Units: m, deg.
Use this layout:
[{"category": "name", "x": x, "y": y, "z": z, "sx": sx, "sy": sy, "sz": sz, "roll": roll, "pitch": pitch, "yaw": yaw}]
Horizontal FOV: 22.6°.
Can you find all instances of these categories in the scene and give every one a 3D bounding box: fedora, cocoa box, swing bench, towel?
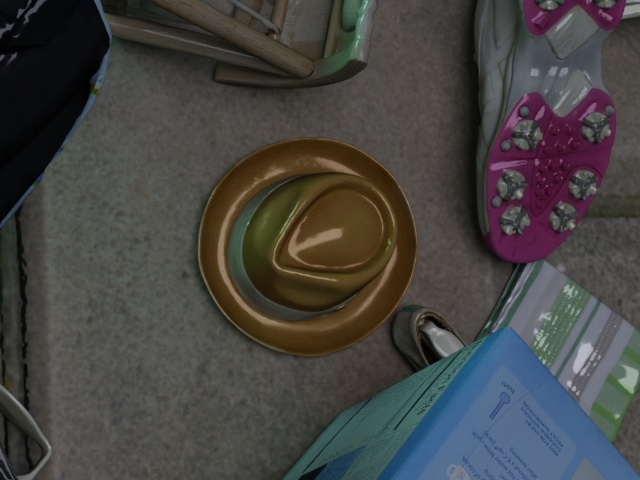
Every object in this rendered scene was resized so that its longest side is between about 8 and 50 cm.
[{"category": "fedora", "x": 0.000, "y": 0.000, "z": 1.296, "sx": 0.194, "sy": 0.079, "sz": 0.194, "roll": 3, "pitch": 80, "yaw": -19}, {"category": "cocoa box", "x": 0.131, "y": 0.285, "z": 1.184, "sx": 0.347, "sy": 0.228, "sz": 0.231, "roll": 49, "pitch": 49, "yaw": -6}, {"category": "swing bench", "x": -0.075, "y": -0.274, "z": 1.275, "sx": 0.255, "sy": 0.165, "sz": 0.253, "roll": 17, "pitch": 75, "yaw": -22}, {"category": "towel", "x": 0.216, "y": 0.094, "z": 1.389, "sx": 0.152, "sy": 0.023, "sz": 0.113, "roll": 35, "pitch": 72, "yaw": -12}]

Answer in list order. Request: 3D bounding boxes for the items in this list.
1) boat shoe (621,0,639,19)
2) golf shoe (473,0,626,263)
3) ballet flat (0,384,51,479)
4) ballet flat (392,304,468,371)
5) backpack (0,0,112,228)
[{"category": "boat shoe", "x": 0.345, "y": -0.243, "z": 1.464, "sx": 0.302, "sy": 0.109, "sz": 0.094, "roll": -4, "pitch": 97, "yaw": -12}, {"category": "golf shoe", "x": 0.183, "y": -0.136, "z": 1.375, "sx": 0.115, "sy": 0.140, "sz": 0.306, "roll": 6, "pitch": 99, "yaw": -21}, {"category": "ballet flat", "x": -0.225, "y": 0.194, "z": 1.176, "sx": 0.096, "sy": 0.095, "sz": 0.280, "roll": -27, "pitch": 91, "yaw": -34}, {"category": "ballet flat", "x": 0.122, "y": 0.122, "z": 1.334, "sx": 0.168, "sy": 0.052, "sz": 0.057, "roll": 47, "pitch": 69, "yaw": -8}, {"category": "backpack", "x": -0.311, "y": -0.105, "z": 1.074, "sx": 0.290, "sy": 0.355, "sz": 0.273, "roll": 38, "pitch": 25, "yaw": -34}]
